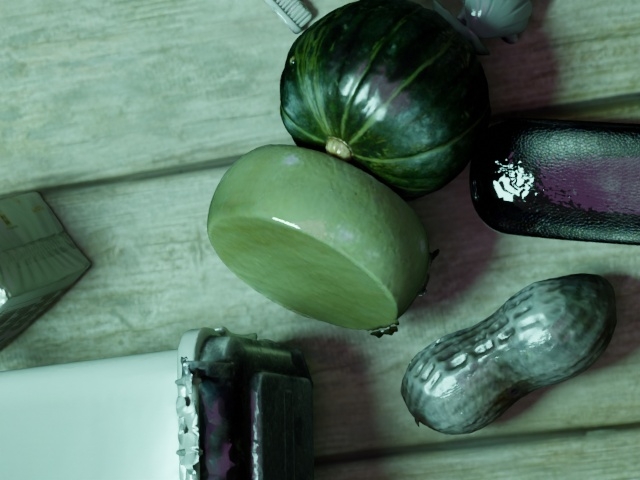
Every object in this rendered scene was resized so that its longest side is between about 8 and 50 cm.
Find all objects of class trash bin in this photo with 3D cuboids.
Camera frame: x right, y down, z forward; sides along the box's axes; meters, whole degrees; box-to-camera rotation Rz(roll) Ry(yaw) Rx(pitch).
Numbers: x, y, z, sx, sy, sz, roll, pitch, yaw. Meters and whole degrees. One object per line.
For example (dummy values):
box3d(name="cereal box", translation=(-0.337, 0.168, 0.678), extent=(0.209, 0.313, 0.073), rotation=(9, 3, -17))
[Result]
box3d(name="trash bin", translation=(-0.210, 0.221, 1.949), extent=(0.367, 0.296, 0.256), rotation=(-3, 84, 19))

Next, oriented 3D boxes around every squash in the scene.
box3d(name="squash", translation=(0.063, -0.140, 1.889), extent=(0.218, 0.218, 0.172), rotation=(24, 67, 11))

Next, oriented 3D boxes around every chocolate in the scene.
box3d(name="chocolate", translation=(0.192, 0.116, 1.935), extent=(0.248, 0.110, 0.110), rotation=(-35, 88, 22))

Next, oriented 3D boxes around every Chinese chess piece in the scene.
box3d(name="Chinese chess piece", translation=(0.000, 0.000, 1.914), extent=(0.237, 0.238, 0.092), rotation=(22, 66, 11))

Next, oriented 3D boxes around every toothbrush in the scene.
box3d(name="toothbrush", translation=(-0.119, -0.333, 1.993), extent=(0.029, 0.025, 0.307), rotation=(-44, 86, 8))

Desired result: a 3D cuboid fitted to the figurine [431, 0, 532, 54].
box3d(name="figurine", translation=(0.166, -0.230, 1.914), extent=(0.094, 0.082, 0.086), rotation=(41, 91, -20))

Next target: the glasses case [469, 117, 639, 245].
box3d(name="glasses case", translation=(0.302, -0.057, 1.893), extent=(0.314, 0.075, 0.122), rotation=(3, 97, 15))

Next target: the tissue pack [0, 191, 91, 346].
box3d(name="tissue pack", translation=(-0.376, 0.054, 2.016), extent=(0.185, 0.225, 0.124), rotation=(-38, 87, 17))
